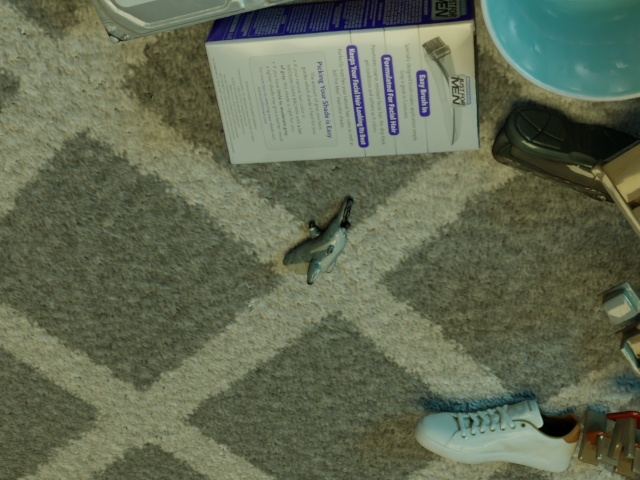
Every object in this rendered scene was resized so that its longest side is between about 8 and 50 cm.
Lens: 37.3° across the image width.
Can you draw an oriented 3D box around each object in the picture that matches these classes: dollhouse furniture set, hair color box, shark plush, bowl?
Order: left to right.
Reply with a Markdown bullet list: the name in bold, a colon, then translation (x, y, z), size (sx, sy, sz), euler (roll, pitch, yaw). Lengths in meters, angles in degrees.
- **shark plush**: translation (0.000, 0.000, 1.450), size (0.067, 0.073, 0.161), euler (42, 132, 12)
- **hair color box**: translation (0.036, -0.211, 1.241), size (0.338, 0.110, 0.185), euler (-1, 127, 10)
- **bowl**: translation (0.328, -0.332, 1.068), size (0.311, 0.163, 0.312), euler (2, 128, 2)
- **dollhouse furniture set**: translation (0.459, -0.054, 1.248), size (0.303, 0.174, 0.356), euler (-33, 92, 29)
- **dollhouse furniture set**: translation (0.597, 0.322, 1.551), size (0.259, 0.135, 0.262), euler (20, 162, -13)

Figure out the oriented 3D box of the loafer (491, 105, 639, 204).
- **loafer**: translation (0.365, -0.106, 1.307), size (0.267, 0.096, 0.084), euler (21, 147, -9)

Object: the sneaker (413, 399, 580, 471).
- **sneaker**: translation (0.310, 0.317, 1.643), size (0.290, 0.106, 0.123), euler (8, 120, -9)

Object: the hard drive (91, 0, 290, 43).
- **hard drive**: translation (-0.145, -0.387, 1.151), size (0.338, 0.064, 0.237), euler (-10, 127, 13)
